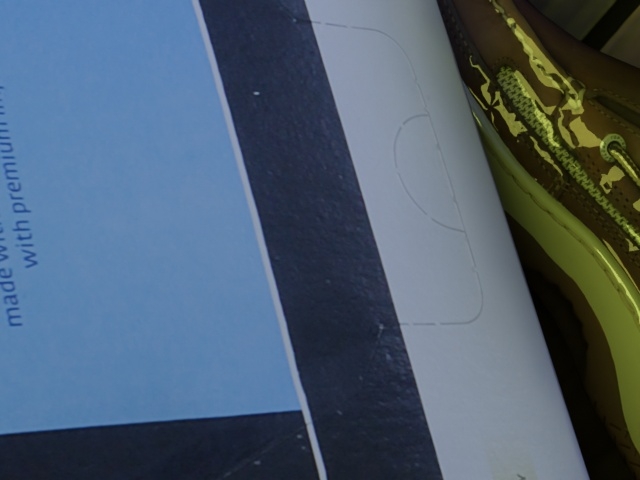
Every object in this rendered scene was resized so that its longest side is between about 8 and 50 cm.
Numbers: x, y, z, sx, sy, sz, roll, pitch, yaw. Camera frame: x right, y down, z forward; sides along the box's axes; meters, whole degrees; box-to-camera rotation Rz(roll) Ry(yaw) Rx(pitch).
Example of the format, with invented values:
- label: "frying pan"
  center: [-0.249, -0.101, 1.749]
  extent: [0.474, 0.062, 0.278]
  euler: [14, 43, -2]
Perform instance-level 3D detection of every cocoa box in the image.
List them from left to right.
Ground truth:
- label: "cocoa box"
  center: [-0.094, 0.030, 0.544]
  extent: [0.231, 0.228, 0.347]
  euler: [-40, 59, 47]

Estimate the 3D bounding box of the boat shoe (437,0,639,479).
- label: "boat shoe"
  center: [0.108, -0.021, 0.605]
  extent: [0.095, 0.095, 0.257]
  euler: [-32, 87, 17]
